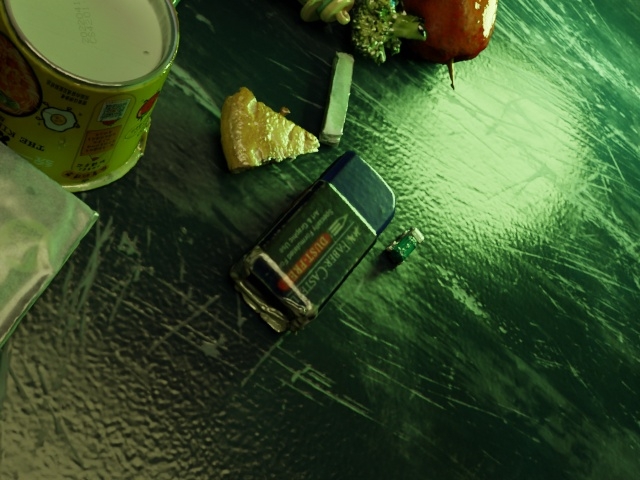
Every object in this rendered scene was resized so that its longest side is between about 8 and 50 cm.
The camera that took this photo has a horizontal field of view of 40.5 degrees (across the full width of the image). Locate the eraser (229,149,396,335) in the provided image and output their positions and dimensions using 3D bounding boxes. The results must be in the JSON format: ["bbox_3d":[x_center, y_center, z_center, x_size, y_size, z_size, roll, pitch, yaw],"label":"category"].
[{"bbox_3d":[0.000,0.000,1.457,0.155,0.101,0.332,46,53,-6],"label":"eraser"}]

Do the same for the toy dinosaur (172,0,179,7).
[{"bbox_3d":[-0.299,-0.588,1.564,0.383,0.129,0.331,46,61,-4],"label":"toy dinosaur"}]

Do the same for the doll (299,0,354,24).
[{"bbox_3d":[-0.015,-0.559,1.691,0.208,0.144,0.271,32,42,-31],"label":"doll"}]

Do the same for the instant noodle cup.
[{"bbox_3d":[-0.363,-0.265,1.262,0.325,0.254,0.326,14,60,-26],"label":"instant noodle cup"}]

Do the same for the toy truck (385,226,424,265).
[{"bbox_3d":[0.156,0.010,1.587,0.039,0.044,0.083,51,52,-5],"label":"toy truck"}]

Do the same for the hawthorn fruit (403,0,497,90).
[{"bbox_3d":[0.263,-0.431,1.784,0.207,0.207,0.243,-9,98,-35],"label":"hawthorn fruit"}]

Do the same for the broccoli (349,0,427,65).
[{"bbox_3d":[0.134,-0.433,1.707,0.160,0.154,0.167,11,47,14],"label":"broccoli"}]

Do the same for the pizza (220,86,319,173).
[{"bbox_3d":[-0.089,-0.176,1.509,0.194,0.069,0.154,8,64,-36],"label":"pizza"}]

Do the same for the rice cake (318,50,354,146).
[{"bbox_3d":[0.032,-0.272,1.648,0.043,0.034,0.211,18,60,-14],"label":"rice cake"}]

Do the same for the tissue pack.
[{"bbox_3d":[-0.533,-0.035,1.127,0.394,0.124,0.288,37,55,-12],"label":"tissue pack"}]
